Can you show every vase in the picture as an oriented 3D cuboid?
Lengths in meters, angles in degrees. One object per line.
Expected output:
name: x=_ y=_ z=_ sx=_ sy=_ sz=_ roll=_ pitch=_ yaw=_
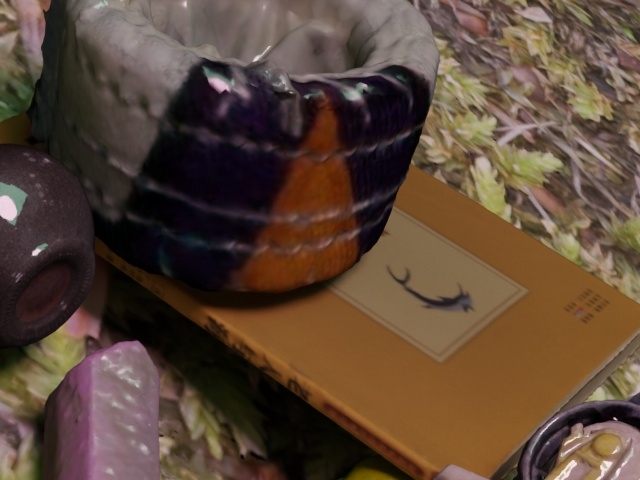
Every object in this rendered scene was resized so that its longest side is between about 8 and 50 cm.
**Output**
vase: x=-0.210 y=-0.021 z=0.937 sx=0.183 sy=0.120 sz=0.120 roll=39 pitch=34 yaw=25

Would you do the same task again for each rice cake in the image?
rice cake: x=-0.109 y=0.203 z=0.815 sx=0.056 sy=0.072 sz=0.365 roll=20 pitch=43 yaw=-26

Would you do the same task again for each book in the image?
book: x=0.000 y=0.000 z=1.071 sx=0.389 sy=0.032 sz=0.269 roll=34 pitch=35 yaw=20

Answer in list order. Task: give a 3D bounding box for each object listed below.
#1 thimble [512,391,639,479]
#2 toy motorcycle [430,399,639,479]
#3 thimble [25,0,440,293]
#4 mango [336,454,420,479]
thimble: x=0.225 y=0.161 z=1.007 sx=0.172 sy=0.205 sz=0.250 roll=52 pitch=14 yaw=9
toy motorcycle: x=0.091 y=0.218 z=0.804 sx=0.341 sy=0.108 sz=0.223 roll=-37 pitch=50 yaw=-19
thimble: x=-0.056 y=-0.086 z=1.000 sx=0.237 sy=0.150 sz=0.237 roll=12 pitch=34 yaw=-8
mango: x=0.050 y=0.194 z=0.934 sx=0.117 sy=0.089 sz=0.163 roll=12 pitch=44 yaw=-26
